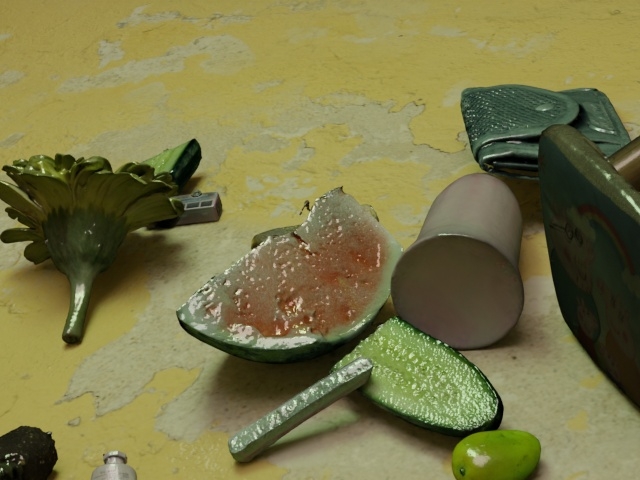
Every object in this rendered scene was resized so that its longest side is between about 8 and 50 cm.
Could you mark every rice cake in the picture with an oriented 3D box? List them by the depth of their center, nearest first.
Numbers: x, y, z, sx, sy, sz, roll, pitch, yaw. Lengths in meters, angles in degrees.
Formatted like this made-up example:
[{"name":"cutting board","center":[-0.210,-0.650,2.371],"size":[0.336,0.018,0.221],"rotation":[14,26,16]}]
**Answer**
[{"name":"rice cake","center":[-0.023,0.206,1.713],"size":[0.207,0.033,0.033],"rotation":[-33,51,-1]}]

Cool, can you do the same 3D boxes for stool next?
[{"name":"stool","center":[0.416,0.013,1.633],"size":[0.226,0.310,0.310],"rotation":[-19,34,-9]}]

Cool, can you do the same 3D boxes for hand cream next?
[{"name":"hand cream","center":[-0.250,0.318,1.675],"size":[0.084,0.053,0.142],"rotation":[-11,47,6]},{"name":"hand cream","center":[0.000,0.000,2.051],"size":[0.203,0.084,0.084],"rotation":[-21,31,-26]}]

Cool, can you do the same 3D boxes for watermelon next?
[{"name":"watermelon","center":[-0.048,0.071,1.847],"size":[0.305,0.180,0.224],"rotation":[-37,24,-29]}]

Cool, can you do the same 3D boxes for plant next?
[{"name":"plant","center":[-0.388,0.290,1.724],"size":[0.092,0.094,0.143],"rotation":[12,34,19]},{"name":"plant","center":[-0.330,-0.012,2.106],"size":[0.261,0.306,0.297],"rotation":[-20,68,-30]}]

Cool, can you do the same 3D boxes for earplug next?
[{"name":"earplug","center":[0.207,-0.004,1.895],"size":[0.172,0.172,0.301],"rotation":[-3,28,17]}]

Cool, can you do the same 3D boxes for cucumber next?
[{"name":"cucumber","center":[0.131,0.184,1.702],"size":[0.115,0.063,0.244],"rotation":[-46,40,-12]},{"name":"cucumber","center":[-0.258,-0.104,2.318],"size":[0.116,0.062,0.115],"rotation":[-20,24,30]}]

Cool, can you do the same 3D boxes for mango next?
[{"name":"mango","center":[0.202,0.249,1.583],"size":[0.108,0.056,0.073],"rotation":[-22,38,-18]}]

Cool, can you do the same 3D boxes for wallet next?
[{"name":"wallet","center":[0.338,-0.175,2.103],"size":[0.237,0.075,0.342],"rotation":[2,23,1]}]

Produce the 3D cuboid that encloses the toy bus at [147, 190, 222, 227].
[{"name":"toy bus","center":[-0.225,-0.048,2.244],"size":[0.130,0.037,0.052],"rotation":[-6,37,11]}]
